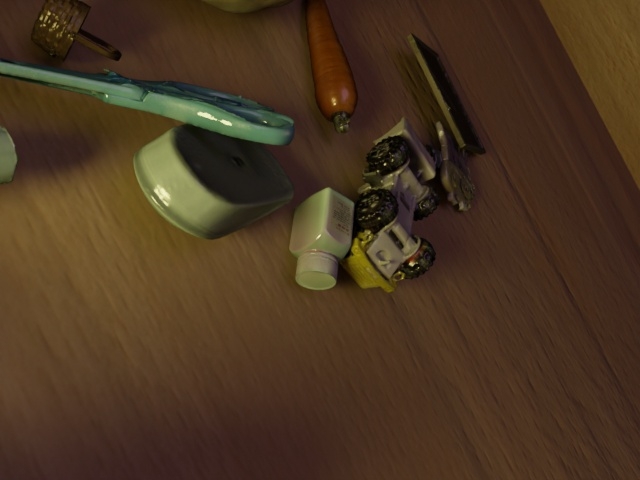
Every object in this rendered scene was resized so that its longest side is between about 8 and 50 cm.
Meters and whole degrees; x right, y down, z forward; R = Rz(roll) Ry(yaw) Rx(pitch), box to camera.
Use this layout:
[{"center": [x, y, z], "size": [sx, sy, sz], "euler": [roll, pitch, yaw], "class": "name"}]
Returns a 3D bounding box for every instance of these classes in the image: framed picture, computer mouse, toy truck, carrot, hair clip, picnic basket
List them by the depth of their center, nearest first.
[{"center": [-0.249, -0.212, 0.580], "size": [0.083, 0.072, 0.072], "euler": [25, 53, -28], "class": "picnic basket"}, {"center": [-0.119, -0.070, 0.634], "size": [0.128, 0.079, 0.231], "euler": [56, 27, 5], "class": "computer mouse"}, {"center": [0.100, -0.056, 0.816], "size": [0.136, 0.111, 0.285], "euler": [50, 40, -29], "class": "toy truck"}, {"center": [0.009, -0.313, 0.900], "size": [0.069, 0.069, 0.336], "euler": [12, 59, -41], "class": "carrot"}, {"center": [0.241, -0.134, 1.044], "size": [0.187, 0.056, 0.146], "euler": [16, 66, -43], "class": "hair clip"}, {"center": [0.262, -0.292, 1.137], "size": [0.184, 0.016, 0.250], "euler": [-10, 74, -62], "class": "framed picture"}]

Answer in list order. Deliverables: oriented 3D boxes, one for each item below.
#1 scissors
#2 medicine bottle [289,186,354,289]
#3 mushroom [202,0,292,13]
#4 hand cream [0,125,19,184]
[{"center": [-0.196, -0.155, 0.577], "size": [0.393, 0.180, 0.032], "euler": [4, 111, -34], "class": "scissors"}, {"center": [0.000, 0.000, 0.713], "size": [0.055, 0.074, 0.118], "euler": [30, 50, -32], "class": "medicine bottle"}, {"center": [-0.081, -0.485, 0.732], "size": [0.315, 0.315, 0.356], "euler": [26, 52, -34], "class": "mushroom"}, {"center": [-0.356, -0.040, 0.340], "size": [0.058, 0.085, 0.331], "euler": [43, 30, 14], "class": "hand cream"}]
